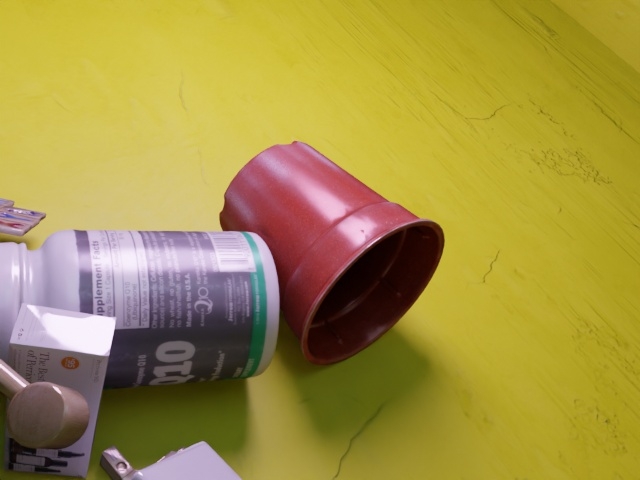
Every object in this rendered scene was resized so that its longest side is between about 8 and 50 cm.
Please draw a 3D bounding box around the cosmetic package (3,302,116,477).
[{"bbox_3d":[-0.294,0.176,0.791,0.099,0.239,0.060,9,40,-15],"label":"cosmetic package"}]

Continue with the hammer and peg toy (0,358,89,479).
[{"bbox_3d":[-0.402,0.225,0.681,0.361,0.127,0.266,-41,69,-8],"label":"hammer and peg toy"}]

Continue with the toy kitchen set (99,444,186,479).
[{"bbox_3d":[-0.211,0.264,0.870,0.075,0.068,0.083,43,47,17],"label":"toy kitchen set"}]

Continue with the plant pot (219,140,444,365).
[{"bbox_3d":[0.000,0.000,1.087,0.272,0.272,0.265,-21,52,-36],"label":"plant pot"}]

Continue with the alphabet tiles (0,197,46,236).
[{"bbox_3d":[-0.553,-0.058,0.934,0.343,0.011,0.285,12,7,-13],"label":"alphabet tiles"}]

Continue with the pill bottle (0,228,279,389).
[{"bbox_3d":[-0.252,0.088,0.918,0.361,0.204,0.204,0,50,-23],"label":"pill bottle"}]

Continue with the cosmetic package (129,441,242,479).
[{"bbox_3d":[-0.137,0.338,0.737,0.184,0.151,0.151,42,9,16],"label":"cosmetic package"}]
